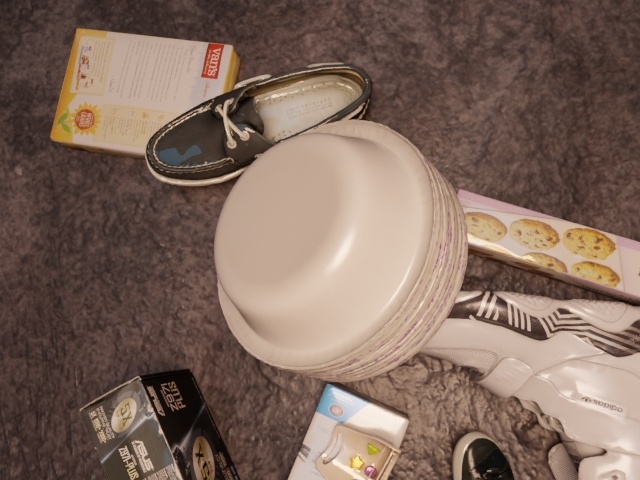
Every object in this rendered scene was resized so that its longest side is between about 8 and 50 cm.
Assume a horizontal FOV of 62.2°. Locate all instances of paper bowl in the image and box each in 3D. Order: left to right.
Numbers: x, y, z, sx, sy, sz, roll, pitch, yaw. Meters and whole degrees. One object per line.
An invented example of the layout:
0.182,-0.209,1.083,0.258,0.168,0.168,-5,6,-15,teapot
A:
0.000,0.000,0.575,0.284,0.148,0.284,-18,59,31,paper bowl

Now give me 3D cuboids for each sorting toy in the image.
0.036,0.242,0.577,0.075,0.045,0.083,29,85,18,sorting toy

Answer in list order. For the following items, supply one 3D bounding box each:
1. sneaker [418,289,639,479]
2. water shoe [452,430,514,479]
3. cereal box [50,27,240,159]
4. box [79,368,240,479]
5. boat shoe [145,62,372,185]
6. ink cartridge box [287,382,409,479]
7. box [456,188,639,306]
0.239,0.169,0.574,0.366,0.137,0.210,4,79,7,sneaker
0.206,0.311,0.574,0.073,0.080,0.203,-9,79,-22,water shoe
-0.247,-0.202,0.755,0.240,0.047,0.172,10,83,8,cereal box
-0.173,0.249,0.612,0.078,0.147,0.180,-29,77,2,box
-0.080,-0.155,0.672,0.303,0.091,0.114,-23,87,-8,boat shoe
0.023,0.271,0.624,0.104,0.060,0.180,22,83,10,ink cartridge box
0.307,0.019,0.630,0.324,0.063,0.067,19,84,11,box
